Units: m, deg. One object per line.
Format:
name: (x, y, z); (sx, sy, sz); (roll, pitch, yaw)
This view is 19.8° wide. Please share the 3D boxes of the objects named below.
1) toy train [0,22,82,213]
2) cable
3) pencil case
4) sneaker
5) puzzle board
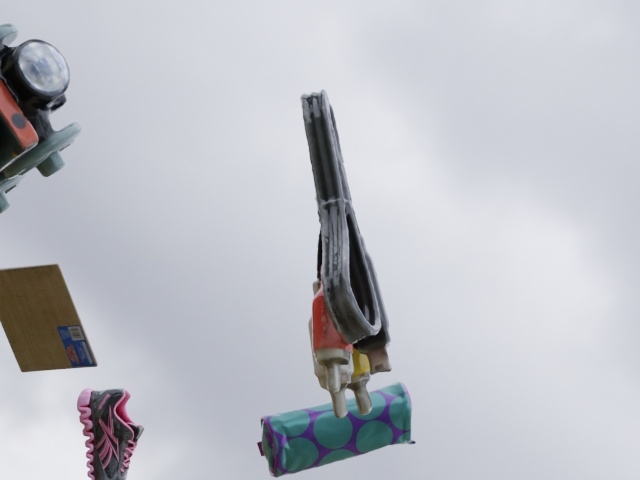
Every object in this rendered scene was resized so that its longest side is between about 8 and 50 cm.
toy train: (-0.341, -0.059, 1.517); (0.334, 0.190, 0.142); (-28, -84, 43)
cable: (0.000, 0.000, 1.518); (0.139, 0.072, 0.287); (52, 22, -69)
pencil case: (0.016, 0.187, 1.811); (0.070, 0.151, 0.064); (172, -95, -77)
sneaker: (-0.193, 0.195, 1.744); (0.047, 0.057, 0.119); (14, 64, -77)
puzzle board: (-0.296, 0.082, 1.941); (0.096, 0.011, 0.128); (-6, -62, 23)
